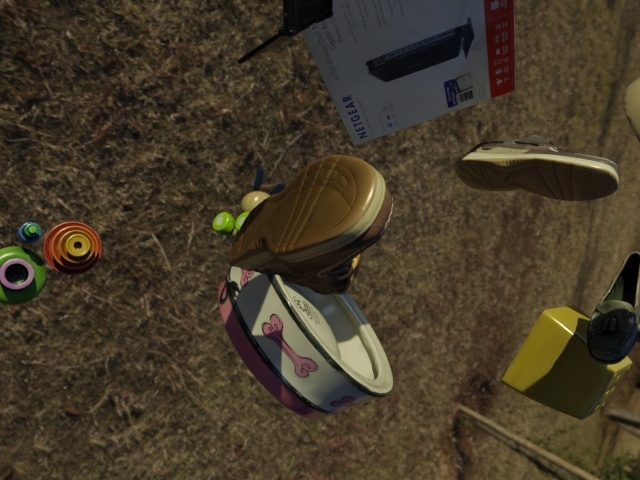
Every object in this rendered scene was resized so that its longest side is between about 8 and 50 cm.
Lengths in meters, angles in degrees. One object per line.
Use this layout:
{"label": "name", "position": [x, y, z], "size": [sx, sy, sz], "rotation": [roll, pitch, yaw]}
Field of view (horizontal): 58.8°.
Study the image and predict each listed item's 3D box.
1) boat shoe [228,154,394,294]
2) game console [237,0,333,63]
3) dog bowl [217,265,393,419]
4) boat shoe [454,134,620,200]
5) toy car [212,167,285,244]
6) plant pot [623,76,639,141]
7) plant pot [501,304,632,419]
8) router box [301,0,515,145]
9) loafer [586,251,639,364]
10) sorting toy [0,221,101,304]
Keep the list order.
{"label": "boat shoe", "position": [0.000, 0.000, 0.667], "size": [0.123, 0.342, 0.123], "rotation": [30, 67, -19]}
{"label": "game console", "position": [-0.038, -0.256, 0.618], "size": [0.122, 0.071, 0.107], "rotation": [-54, 150, -52]}
{"label": "dog bowl", "position": [-0.037, 0.169, 1.125], "size": [0.150, 0.408, 0.408], "rotation": [-38, 149, 12]}
{"label": "boat shoe", "position": [0.373, -0.136, 0.987], "size": [0.092, 0.285, 0.103], "rotation": [-56, 129, -22]}
{"label": "toy car", "position": [-0.138, -0.071, 1.347], "size": [0.155, 0.149, 0.188], "rotation": [39, 62, -45]}
{"label": "plant pot", "position": [0.792, -0.268, 1.133], "size": [0.284, 0.284, 0.191], "rotation": [-38, 174, -37]}
{"label": "plant pot", "position": [0.596, 0.297, 1.343], "size": [0.212, 0.187, 0.212], "rotation": [3, 118, -47]}
{"label": "router box", "position": [0.144, -0.317, 0.893], "size": [0.335, 0.301, 0.082], "rotation": [52, 23, -60]}
{"label": "loafer", "position": [0.614, 0.132, 1.173], "size": [0.267, 0.096, 0.084], "rotation": [-49, 130, -32]}
{"label": "sorting toy", "position": [-0.240, 0.013, 0.491], "size": [0.102, 0.042, 0.061], "rotation": [-33, 101, -31]}
